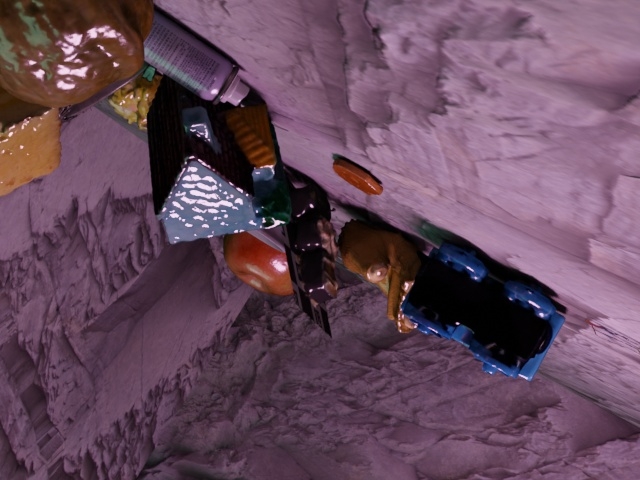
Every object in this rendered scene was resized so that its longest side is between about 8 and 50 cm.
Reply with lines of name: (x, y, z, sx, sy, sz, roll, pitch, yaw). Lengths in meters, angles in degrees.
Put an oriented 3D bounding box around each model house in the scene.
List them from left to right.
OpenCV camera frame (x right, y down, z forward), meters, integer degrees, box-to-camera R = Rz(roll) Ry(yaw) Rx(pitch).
model house: (-0.179, -0.180, 1.589, 0.249, 0.230, 0.280, 88, 170, -52)

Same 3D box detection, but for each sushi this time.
sushi: (0.000, 0.000, 2.148, 0.296, 0.100, 0.373, 52, -156, -63)

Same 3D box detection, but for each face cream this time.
face cream: (-0.212, -0.279, 1.445, 0.229, 0.075, 0.075, 34, 175, -14)

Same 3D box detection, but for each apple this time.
apple: (-0.126, 0.017, 2.782, 0.319, 0.277, 0.319, 31, 174, 4)

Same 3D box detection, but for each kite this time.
kite: (0.581, 0.202, 1.722, 0.229, 0.016, 0.127, 29, 171, 29)

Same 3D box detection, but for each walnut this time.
walnut: (-0.322, -0.290, 1.125, 0.283, 0.227, 0.283, 25, 162, 9)

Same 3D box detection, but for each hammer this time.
hammer: (-0.275, -0.306, 1.667, 0.021, 0.078, 0.201, 34, -179, -6)

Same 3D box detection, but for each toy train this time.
toy train: (0.301, 0.134, 1.829, 0.300, 0.188, 0.265, 29, 180, 15)

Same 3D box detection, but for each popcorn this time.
popcorn: (-0.371, -0.299, 2.001, 0.126, 0.126, 0.145, 22, 148, 22)

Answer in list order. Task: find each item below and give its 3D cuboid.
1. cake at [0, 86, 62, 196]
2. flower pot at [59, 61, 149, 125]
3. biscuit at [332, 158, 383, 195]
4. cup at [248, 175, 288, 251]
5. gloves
cake: (-0.597, -0.234, 1.596, 0.286, 0.222, 0.227, 54, 152, 14)
flower pot: (-0.402, -0.317, 1.654, 0.140, 0.235, 0.235, 55, 173, -5)
biscuit: (0.066, -0.114, 1.715, 0.102, 0.019, 0.130, 33, 176, -4)
cup: (-0.187, -0.129, 2.321, 0.347, 0.163, 0.347, 34, 175, 3)
gloves: (0.156, 0.060, 2.132, 0.203, 0.155, 0.356, 45, -173, -36)
